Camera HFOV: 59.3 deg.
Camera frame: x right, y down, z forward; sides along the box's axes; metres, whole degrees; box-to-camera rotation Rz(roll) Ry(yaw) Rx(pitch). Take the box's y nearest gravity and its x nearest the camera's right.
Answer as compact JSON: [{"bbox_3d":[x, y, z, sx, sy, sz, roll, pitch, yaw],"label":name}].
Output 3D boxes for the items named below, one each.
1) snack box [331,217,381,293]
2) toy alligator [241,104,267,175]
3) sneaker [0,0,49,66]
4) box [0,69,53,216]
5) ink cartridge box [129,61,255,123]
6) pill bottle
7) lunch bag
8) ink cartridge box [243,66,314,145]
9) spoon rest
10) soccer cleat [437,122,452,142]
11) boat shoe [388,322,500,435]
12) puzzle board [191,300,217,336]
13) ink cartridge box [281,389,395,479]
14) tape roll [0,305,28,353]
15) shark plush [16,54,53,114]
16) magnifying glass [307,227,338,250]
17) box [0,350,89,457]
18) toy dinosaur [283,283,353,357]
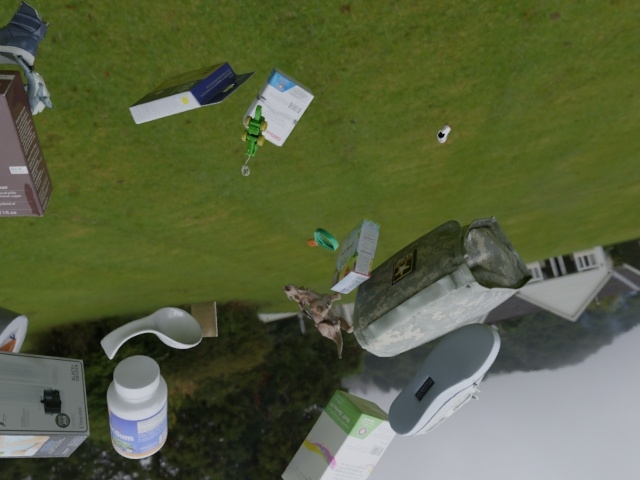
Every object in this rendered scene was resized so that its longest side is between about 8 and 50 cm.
[{"bbox_3d":[0.061,0.031,1.003,0.037,0.100,0.141,18,159,-9],"label":"snack box"},{"bbox_3d":[-0.176,-0.267,1.495,0.056,0.190,0.051,18,-160,9],"label":"toy alligator"},{"bbox_3d":[-0.843,-0.566,1.524,0.226,0.164,0.086,14,170,16],"label":"sneaker"},{"bbox_3d":[-0.854,-0.245,1.478,0.191,0.143,0.382,-2,131,-8],"label":"box"},{"bbox_3d":[-0.397,-0.478,1.767,0.307,0.072,0.304,-10,-151,22],"label":"ink cartridge box"},{"bbox_3d":[-0.482,0.436,1.486,0.152,0.152,0.272,-13,132,-28],"label":"pill bottle"},{"bbox_3d":[0.202,0.080,0.981,0.235,0.169,0.287,-37,166,30],"label":"lunch bag"},{"bbox_3d":[-0.132,-0.411,1.731,0.139,0.082,0.191,28,113,-24],"label":"ink cartridge box"},{"bbox_3d":[-0.419,0.235,1.451,0.276,0.137,0.084,-6,139,-54],"label":"spoon rest"},{"bbox_3d":[0.309,-0.268,1.432,0.035,0.029,0.083,-43,171,-14],"label":"soccer cleat"},{"bbox_3d":[0.338,0.361,1.410,0.156,0.136,0.367,21,111,-39],"label":"boat shoe"},{"bbox_3d":[-0.329,0.224,1.595,0.011,0.097,0.128,0,171,-42],"label":"puzzle board"},{"bbox_3d":[0.039,0.605,1.538,0.119,0.354,0.207,32,179,45],"label":"ink cartridge box"},{"bbox_3d":[-0.864,0.286,1.480,0.072,0.219,0.219,22,171,-5],"label":"tape roll"},{"bbox_3d":[-0.751,-0.398,1.461,0.067,0.073,0.161,-18,151,-18],"label":"shark plush"},{"bbox_3d":[0.000,0.000,1.906,0.026,0.092,0.231,-48,-170,-16],"label":"magnifying glass"},{"bbox_3d":[-0.573,0.287,0.996,0.289,0.169,0.087,20,125,-45],"label":"box"},{"bbox_3d":[0.010,0.258,1.917,0.127,0.296,0.200,-15,169,-45],"label":"toy dinosaur"}]
